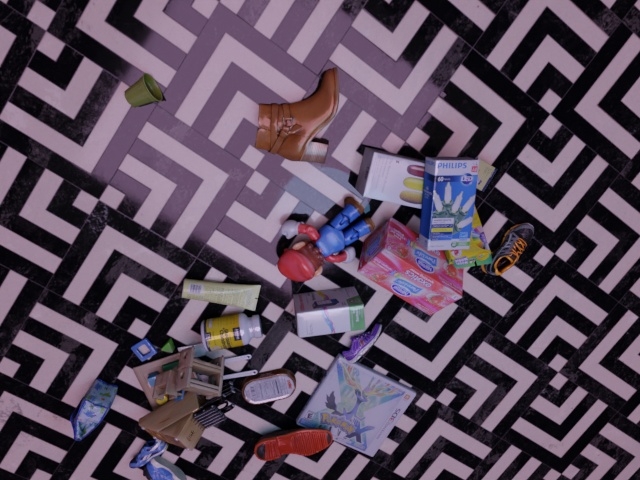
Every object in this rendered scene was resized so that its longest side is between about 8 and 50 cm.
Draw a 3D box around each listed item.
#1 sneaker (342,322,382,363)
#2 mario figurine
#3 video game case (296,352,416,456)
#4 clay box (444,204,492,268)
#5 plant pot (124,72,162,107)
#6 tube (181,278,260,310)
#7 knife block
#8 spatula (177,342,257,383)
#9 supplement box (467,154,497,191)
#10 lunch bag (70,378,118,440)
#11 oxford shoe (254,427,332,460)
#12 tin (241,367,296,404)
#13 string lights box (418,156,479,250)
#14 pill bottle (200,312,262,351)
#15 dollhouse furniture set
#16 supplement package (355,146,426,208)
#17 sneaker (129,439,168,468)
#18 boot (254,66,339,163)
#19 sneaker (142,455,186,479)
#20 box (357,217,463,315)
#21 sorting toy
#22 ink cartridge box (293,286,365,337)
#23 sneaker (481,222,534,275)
[{"bbox_3d":[0.141,0.339,1.679,0.170,0.068,0.071,-45,79,-3],"label":"sneaker"},{"bbox_3d":[0.000,0.000,1.553,0.320,0.170,0.198,-36,71,-6],"label":"mario figurine"},{"bbox_3d":[0.127,0.590,1.764,0.329,0.036,0.300,29,101,-14],"label":"video game case"},{"bbox_3d":[0.440,-0.015,1.547,0.127,0.053,0.222,-8,66,-4],"label":"clay box"},{"bbox_3d":[-0.497,-0.408,1.379,0.079,0.083,0.083,-23,108,13],"label":"plant pot"},{"bbox_3d":[-0.316,0.169,1.580,0.240,0.062,0.070,9,149,-14],"label":"tube"},{"bbox_3d":[-0.421,0.543,1.623,0.275,0.242,0.088,0,134,33],"label":"knife block"},{"bbox_3d":[-0.338,0.409,1.662,0.241,0.019,0.168,-10,106,-2],"label":"spatula"},{"bbox_3d":[0.490,-0.211,1.560,0.083,0.056,0.083,27,102,-13],"label":"supplement box"},{"bbox_3d":[-0.734,0.546,1.599,0.096,0.129,0.151,26,103,-12],"label":"lunch bag"},{"bbox_3d":[-0.093,0.689,1.735,0.271,0.098,0.097,-7,99,-1],"label":"oxford shoe"},{"bbox_3d":[-0.176,0.503,1.703,0.189,0.040,0.106,-12,112,-3],"label":"tin"},{"bbox_3d":[0.365,-0.107,1.426,0.133,0.077,0.260,-2,108,-11],"label":"string lights box"},{"bbox_3d":[-0.283,0.290,1.591,0.184,0.103,0.103,-10,107,-4],"label":"pill bottle"},{"bbox_3d":[-0.414,0.429,1.568,0.183,0.129,0.129,-26,139,35],"label":"dollhouse furniture set"},{"bbox_3d":[0.247,-0.184,1.498,0.244,0.134,0.139,10,105,-10],"label":"supplement package"},{"bbox_3d":[-0.599,0.726,1.710,0.144,0.053,0.059,-32,108,-6],"label":"sneaker"},{"bbox_3d":[-0.068,-0.372,1.434,0.220,0.109,0.284,11,112,-6],"label":"boot"},{"bbox_3d":[-0.549,0.827,1.739,0.152,0.058,0.085,39,93,-11],"label":"sneaker"},{"bbox_3d":[0.283,0.086,1.551,0.299,0.142,0.154,32,136,-15],"label":"box"},{"bbox_3d":[-0.501,0.476,1.640,0.195,0.047,0.348,-17,108,4],"label":"sorting toy"},{"bbox_3d":[0.024,0.226,1.582,0.212,0.154,0.093,-8,107,-4],"label":"ink cartridge box"},{"bbox_3d":[0.629,0.036,1.637,0.084,0.083,0.215,37,98,-14],"label":"sneaker"}]
